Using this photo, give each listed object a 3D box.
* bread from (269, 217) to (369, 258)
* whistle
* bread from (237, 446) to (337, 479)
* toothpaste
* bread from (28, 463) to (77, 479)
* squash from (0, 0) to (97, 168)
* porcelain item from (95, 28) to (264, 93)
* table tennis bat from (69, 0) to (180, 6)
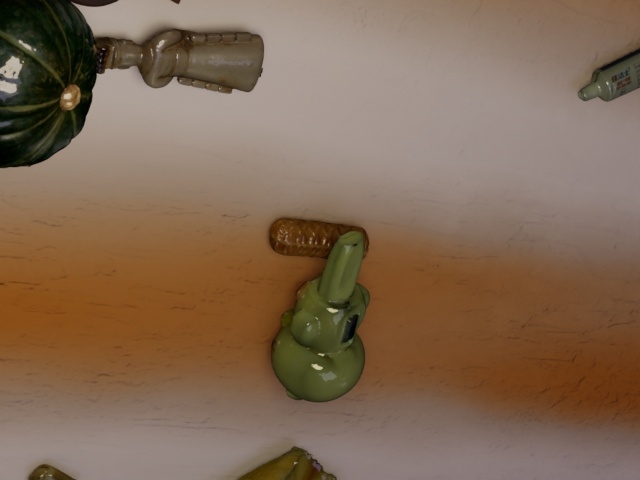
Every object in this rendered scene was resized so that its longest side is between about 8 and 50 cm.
[{"bbox_3d":[0.000,0.000,2.013,0.157,0.044,0.052,7,96,-33],"label":"bread"},{"bbox_3d":[-0.001,0.104,2.043,0.141,0.141,0.294,-10,122,-23],"label":"whistle"},{"bbox_3d":[-0.098,0.506,2.223,0.361,0.245,0.233,-36,133,5],"label":"bread"},{"bbox_3d":[0.479,-0.257,2.089,0.268,0.047,0.069,-25,114,-14],"label":"toothpaste"},{"bbox_3d":[-0.373,0.342,2.076,0.049,0.034,0.088,-36,131,20],"label":"bread"},{"bbox_3d":[-0.337,-0.178,1.595,0.172,0.218,0.218,8,132,17],"label":"squash"},{"bbox_3d":[-0.173,-0.215,1.746,0.213,0.054,0.084,0,121,-30],"label":"porcelain item"},{"bbox_3d":[-0.210,-0.278,1.634,0.169,0.119,0.107,15,116,-35],"label":"table tennis bat"}]
